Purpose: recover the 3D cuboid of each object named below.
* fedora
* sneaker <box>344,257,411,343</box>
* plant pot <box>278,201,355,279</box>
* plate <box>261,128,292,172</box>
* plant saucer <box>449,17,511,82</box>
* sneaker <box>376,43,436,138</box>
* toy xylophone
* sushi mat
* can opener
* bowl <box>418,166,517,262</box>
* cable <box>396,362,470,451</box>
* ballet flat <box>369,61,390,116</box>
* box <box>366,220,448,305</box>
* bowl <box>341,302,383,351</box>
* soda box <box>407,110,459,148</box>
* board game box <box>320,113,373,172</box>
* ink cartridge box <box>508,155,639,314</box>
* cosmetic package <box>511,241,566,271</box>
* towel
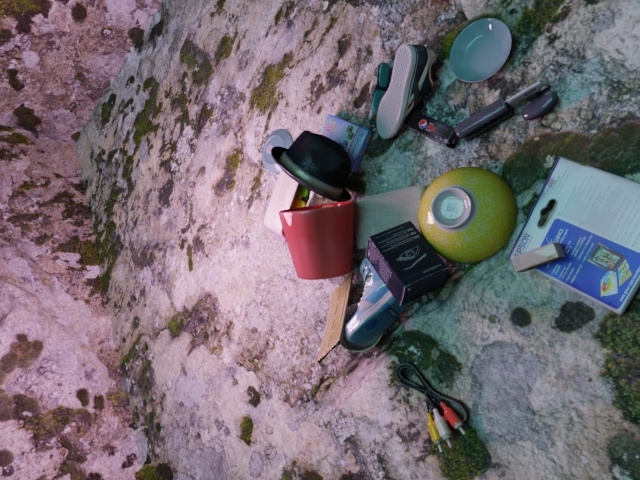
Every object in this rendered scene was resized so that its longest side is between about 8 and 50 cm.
[{"bbox_3d":[-0.005,-0.279,1.733,0.334,0.334,0.152,46,114,35],"label":"fedora"},{"bbox_3d":[0.166,0.170,1.614,0.319,0.127,0.208,-42,49,-5],"label":"sneaker"},{"bbox_3d":[0.000,0.000,1.731,0.275,0.275,0.242,-1,99,41],"label":"plant pot"},{"bbox_3d":[-0.190,-0.379,2.094,0.188,0.024,0.188,-5,83,41],"label":"plate"},{"bbox_3d":[0.489,-0.571,1.510,0.195,0.038,0.194,-6,81,40],"label":"plant saucer"},{"bbox_3d":[0.287,-0.478,1.632,0.126,0.128,0.321,58,145,36],"label":"sneaker"},{"bbox_3d":[-0.110,-0.143,1.956,0.236,0.081,0.322,40,111,37],"label":"toy xylophone"},{"bbox_3d":[0.053,0.255,1.667,0.151,0.019,0.316,-50,16,39],"label":"sushi mat"},{"bbox_3d":[0.529,-0.356,1.425,0.284,0.076,0.095,-30,65,36],"label":"can opener"},{"bbox_3d":[0.398,-0.084,1.429,0.290,0.156,0.289,-5,81,33],"label":"bowl"},{"bbox_3d":[0.335,0.476,1.499,0.139,0.072,0.287,-47,57,21],"label":"cable"},{"bbox_3d":[0.205,-0.527,1.748,0.070,0.070,0.188,13,92,42],"label":"ballet flat"},{"bbox_3d":[0.253,0.065,1.483,0.108,0.153,0.207,90,154,-52],"label":"box"},{"bbox_3d":[0.141,0.302,1.668,0.170,0.080,0.170,-11,58,18],"label":"bowl"},{"bbox_3d":[0.362,-0.353,1.585,0.169,0.053,0.060,39,109,37],"label":"soda box"},{"bbox_3d":[0.080,-0.363,1.843,0.212,0.039,0.160,33,107,38],"label":"board game box"},{"bbox_3d":[0.686,-0.020,1.254,0.307,0.072,0.303,35,110,41],"label":"ink cartridge box"},{"bbox_3d":[0.561,0.044,1.281,0.115,0.060,0.041,-29,69,40],"label":"cosmetic package"},{"bbox_3d":[0.235,-0.071,1.669,0.282,0.049,0.186,-8,81,39],"label":"towel"}]
